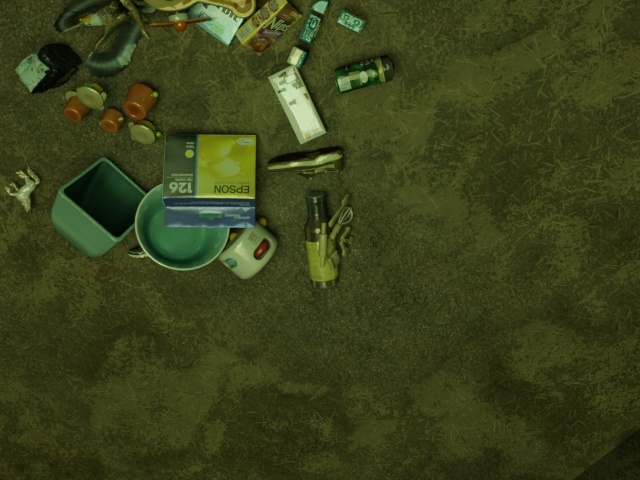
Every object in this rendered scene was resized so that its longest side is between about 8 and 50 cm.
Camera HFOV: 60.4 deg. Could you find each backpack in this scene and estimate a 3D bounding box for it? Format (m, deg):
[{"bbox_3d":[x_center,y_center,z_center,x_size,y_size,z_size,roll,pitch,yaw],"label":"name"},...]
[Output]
[{"bbox_3d":[-0.897,-0.561,1.793,0.182,0.152,0.115,-27,102,28],"label":"backpack"}]

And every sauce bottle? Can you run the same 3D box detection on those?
[{"bbox_3d":[0.000,0.000,1.941,0.112,0.111,0.344,-3,113,7],"label":"sauce bottle"}]

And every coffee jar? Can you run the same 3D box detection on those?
[{"bbox_3d":[0.139,-0.521,1.720,0.185,0.096,0.079,-12,114,10],"label":"coffee jar"}]

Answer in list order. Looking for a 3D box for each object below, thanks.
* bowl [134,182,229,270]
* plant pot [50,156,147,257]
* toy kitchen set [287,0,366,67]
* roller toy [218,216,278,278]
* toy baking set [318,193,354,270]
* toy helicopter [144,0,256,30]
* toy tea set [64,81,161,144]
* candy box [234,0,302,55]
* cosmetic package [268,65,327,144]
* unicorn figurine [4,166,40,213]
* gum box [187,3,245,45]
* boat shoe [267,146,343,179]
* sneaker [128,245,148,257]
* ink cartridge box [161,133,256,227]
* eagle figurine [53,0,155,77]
[{"bbox_3d":[-0.487,-0.040,1.905,0.312,0.163,0.311,5,78,-23],"label":"bowl"},{"bbox_3d":[-0.783,-0.086,1.921,0.247,0.248,0.252,44,128,-13],"label":"plant pot"},{"bbox_3d":[0.020,-0.609,1.680,0.166,0.122,0.207,25,113,-5],"label":"toy kitchen set"},{"bbox_3d":[-0.257,0.023,1.929,0.209,0.191,0.146,-42,107,14],"label":"roller toy"},{"bbox_3d":[0.054,-0.026,1.894,0.030,0.197,0.256,15,120,32],"label":"toy baking set"},{"bbox_3d":[-0.367,-0.719,1.626,0.355,0.140,0.234,15,102,-2],"label":"toy helicopter"},{"bbox_3d":[-0.691,-0.458,1.842,0.336,0.124,0.200,16,143,-4],"label":"toy tea set"},{"bbox_3d":[-0.158,-0.660,1.680,0.187,0.109,0.053,-38,76,19],"label":"candy box"},{"bbox_3d":[-0.072,-0.444,1.792,0.099,0.060,0.239,-22,108,15],"label":"cosmetic package"},{"bbox_3d":[-1.080,-0.180,2.002,0.111,0.060,0.162,40,111,-10],"label":"unicorn figurine"},{"bbox_3d":[-0.302,-0.729,1.706,0.157,0.041,0.184,34,112,-7],"label":"gum box"},{"bbox_3d":[-0.049,-0.245,1.857,0.258,0.095,0.095,-7,117,8],"label":"boat shoe"},{"bbox_3d":[-0.634,0.015,2.039,0.171,0.063,0.074,-10,111,5],"label":"sneaker"},{"bbox_3d":[-0.365,-0.199,1.818,0.304,0.072,0.307,0,78,-5],"label":"ink cartridge box"},{"bbox_3d":[-0.664,-0.679,1.712,0.298,0.225,0.226,-19,67,43],"label":"eagle figurine"}]
